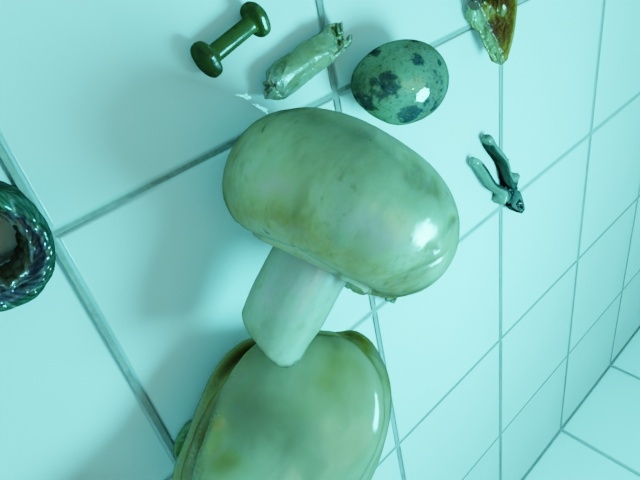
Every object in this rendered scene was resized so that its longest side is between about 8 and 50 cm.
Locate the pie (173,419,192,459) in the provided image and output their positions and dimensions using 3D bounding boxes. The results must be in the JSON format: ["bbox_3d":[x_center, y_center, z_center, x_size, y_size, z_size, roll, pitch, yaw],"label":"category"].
[{"bbox_3d":[-0.220,0.348,0.916,0.085,0.017,0.085,-20,121,-37],"label":"pie"}]

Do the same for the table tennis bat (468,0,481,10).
[{"bbox_3d":[0.350,-0.513,0.973,0.107,0.119,0.170,38,65,-25],"label":"table tennis bat"}]

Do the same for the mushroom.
[{"bbox_3d":[0.007,-0.033,0.776,0.353,0.353,0.325,-25,81,-34],"label":"mushroom"}]

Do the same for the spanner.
[{"bbox_3d":[0.459,-0.150,1.328,0.324,0.040,0.096,36,83,-45],"label":"spanner"}]

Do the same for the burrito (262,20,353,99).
[{"bbox_3d":[-0.022,-0.276,0.805,0.188,0.045,0.058,-43,126,-19],"label":"burrito"}]

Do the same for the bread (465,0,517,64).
[{"bbox_3d":[0.365,-0.465,1.082,0.154,0.054,0.136,44,74,-39],"label":"bread"}]

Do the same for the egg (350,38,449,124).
[{"bbox_3d":[0.134,-0.268,0.895,0.181,0.141,0.141,-14,118,-29],"label":"egg"}]

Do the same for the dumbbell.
[{"bbox_3d":[-0.120,-0.273,0.711,0.118,0.046,0.052,-47,139,-17],"label":"dumbbell"}]

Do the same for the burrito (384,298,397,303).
[{"bbox_3d":[0.169,0.058,1.138,0.051,0.042,0.171,-32,140,-68],"label":"burrito"}]

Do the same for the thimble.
[{"bbox_3d":[-0.360,0.004,0.575,0.118,0.090,0.135,-12,114,-43],"label":"thimble"}]

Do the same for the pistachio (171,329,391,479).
[{"bbox_3d":[-0.046,0.328,0.885,0.445,0.281,0.365,-45,112,-32],"label":"pistachio"}]
